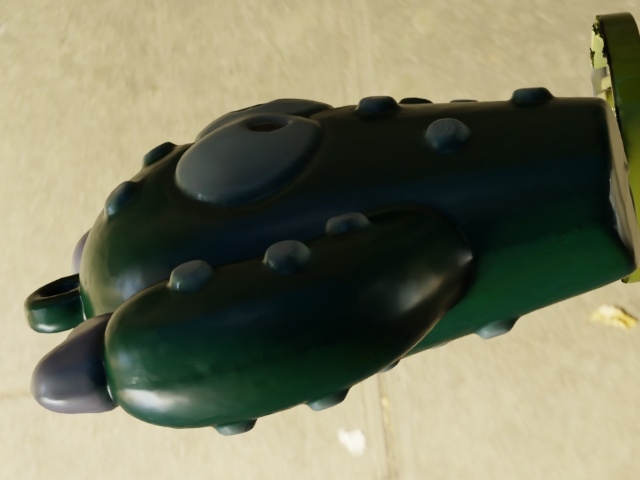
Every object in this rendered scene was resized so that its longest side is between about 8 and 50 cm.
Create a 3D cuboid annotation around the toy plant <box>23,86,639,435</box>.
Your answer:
[{"bbox_3d":[-0.002,0.002,0.695,0.243,0.232,0.112,-19,104,-11],"label":"toy plant"}]

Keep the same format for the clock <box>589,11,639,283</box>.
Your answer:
[{"bbox_3d":[0.325,-0.096,1.844,0.071,0.293,0.277,-6,98,6],"label":"clock"}]
